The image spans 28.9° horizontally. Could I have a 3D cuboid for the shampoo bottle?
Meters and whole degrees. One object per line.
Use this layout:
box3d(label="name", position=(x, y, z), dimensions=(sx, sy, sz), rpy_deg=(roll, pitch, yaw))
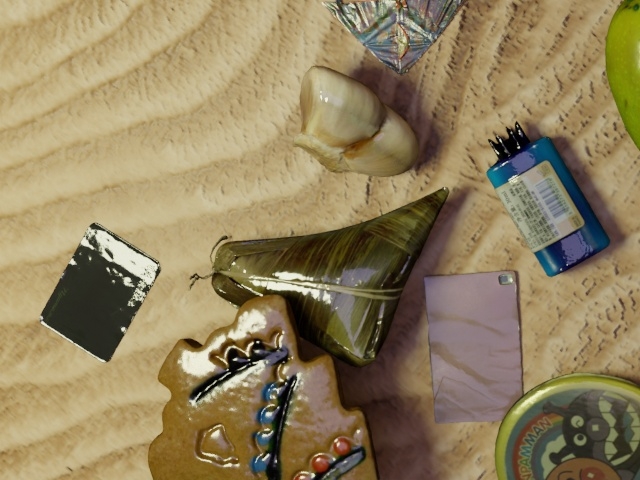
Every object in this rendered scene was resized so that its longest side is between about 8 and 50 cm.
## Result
box3d(label="shampoo bottle", position=(0.260, -0.053, 1.466), dimensions=(0.087, 0.050, 0.183), rpy_deg=(-31, 90, 15))

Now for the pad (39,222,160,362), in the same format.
box3d(label="pad", position=(-0.286, 0.068, 1.607), dimensions=(0.112, 0.003, 0.157), rpy_deg=(31, 100, 6))

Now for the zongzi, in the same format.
box3d(label="zongzi", position=(0.000, 0.000, 1.498), dimensions=(0.248, 0.111, 0.241), rpy_deg=(25, 93, 10))

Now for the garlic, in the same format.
box3d(label="garlic", position=(0.042, -0.139, 1.470), dimensions=(0.174, 0.124, 0.099), rpy_deg=(31, 72, -24))

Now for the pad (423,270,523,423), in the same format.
box3d(label="pad", position=(0.189, 0.132, 1.523), dimensions=(0.113, 0.006, 0.187), rpy_deg=(-4, 97, 10))

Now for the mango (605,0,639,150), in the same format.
box3d(label="mango", position=(0.424, -0.160, 1.384), dimensions=(0.175, 0.143, 0.293), rpy_deg=(-29, 100, 6))

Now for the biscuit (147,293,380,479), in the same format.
box3d(label="biscuit", position=(-0.053, 0.216, 1.447), dimensions=(0.301, 0.043, 0.278), rpy_deg=(30, 101, 7))

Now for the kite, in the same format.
box3d(label="kite", position=(0.091, -0.278, 1.495), dimensions=(0.183, 0.010, 0.160), rpy_deg=(-3, 95, 11))

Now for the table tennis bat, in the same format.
box3d(label="table tennis bat", position=(0.391, 0.281, 1.477), dimensions=(0.369, 0.054, 0.224), rpy_deg=(10, 104, 11))
